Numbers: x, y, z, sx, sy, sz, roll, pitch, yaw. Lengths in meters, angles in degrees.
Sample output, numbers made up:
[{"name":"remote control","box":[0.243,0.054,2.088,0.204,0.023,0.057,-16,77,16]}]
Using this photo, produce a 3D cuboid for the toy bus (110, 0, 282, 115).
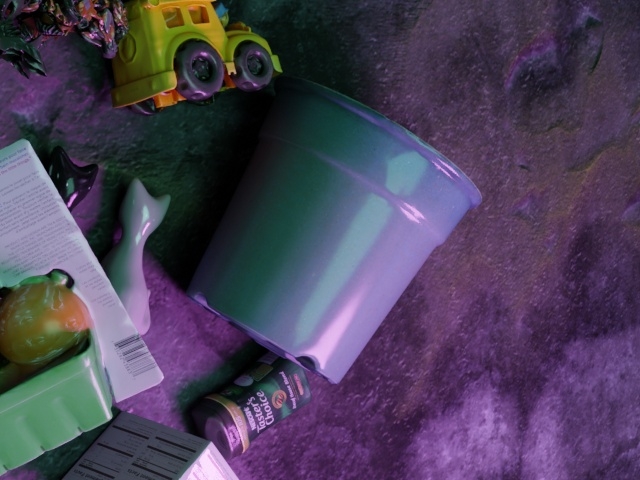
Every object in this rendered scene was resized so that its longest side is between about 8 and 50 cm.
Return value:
[{"name":"toy bus","box":[-0.182,-0.285,1.957,0.220,0.149,0.211,-13,91,-43]}]

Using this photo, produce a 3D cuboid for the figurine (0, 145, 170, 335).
[{"name":"figurine","box":[-0.299,0.003,1.931,0.215,0.092,0.209,22,79,-44]}]

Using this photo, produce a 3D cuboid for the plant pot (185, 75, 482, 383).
[{"name":"plant pot","box":[0.000,0.000,2.058,0.341,0.341,0.334,35,82,-41]}]

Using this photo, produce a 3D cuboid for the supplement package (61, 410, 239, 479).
[{"name":"supplement package","box":[-0.197,0.391,2.011,0.145,0.204,0.262,-49,127,-27]}]

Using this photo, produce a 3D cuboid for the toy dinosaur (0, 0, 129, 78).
[{"name":"toy dinosaur","box":[-0.387,-0.302,1.777,0.322,0.164,0.218,21,67,-16]}]

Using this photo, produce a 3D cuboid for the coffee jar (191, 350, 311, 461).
[{"name":"coffee jar","box":[-0.104,0.244,2.155,0.184,0.079,0.096,-35,120,-32]}]

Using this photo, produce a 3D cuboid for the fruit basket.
[{"name":"fruit basket","box":[-0.412,0.097,1.759,0.327,0.165,0.353,-28,105,0]}]
